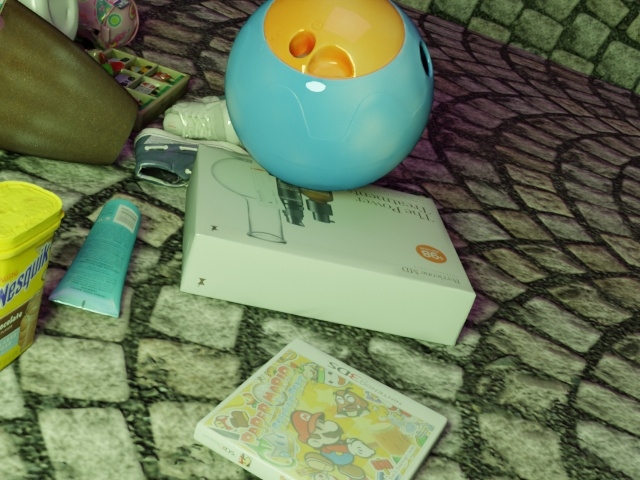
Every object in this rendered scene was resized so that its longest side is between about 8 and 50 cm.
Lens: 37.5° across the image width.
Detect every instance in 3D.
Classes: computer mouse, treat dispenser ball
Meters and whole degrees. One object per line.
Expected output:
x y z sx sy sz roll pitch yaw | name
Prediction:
0.081 -0.097 1.621 0.242 0.041 0.071 8 27 -23 | computer mouse
0.012 -0.212 1.300 0.288 0.288 0.288 15 26 -7 | treat dispenser ball

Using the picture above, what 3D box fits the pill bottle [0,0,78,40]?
-0.527 -0.362 1.477 0.263 0.146 0.146 0 23 11 | pill bottle

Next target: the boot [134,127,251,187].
-0.195 -0.110 1.455 0.189 0.069 0.086 10 44 -17 | boot

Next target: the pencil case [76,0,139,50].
-0.503 -0.480 1.899 0.284 0.124 0.124 28 27 17 | pencil case

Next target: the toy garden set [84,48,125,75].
-0.451 -0.305 1.577 0.244 0.049 0.204 8 22 24 | toy garden set

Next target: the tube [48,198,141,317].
-0.265 0.021 1.158 0.080 0.052 0.207 11 32 -4 | tube

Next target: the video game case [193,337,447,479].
0.009 0.200 1.008 0.206 0.026 0.227 26 27 16 | video game case

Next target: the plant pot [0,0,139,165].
-0.391 -0.204 1.369 0.230 0.215 0.215 26 22 -23 | plant pot

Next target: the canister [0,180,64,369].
-0.322 0.041 0.935 0.073 0.170 0.126 23 26 8 | canister

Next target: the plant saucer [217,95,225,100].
-0.162 -0.243 1.769 0.119 0.021 0.119 14 26 -7 | plant saucer

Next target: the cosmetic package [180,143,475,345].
0.000 0.000 1.319 0.377 0.098 0.284 12 29 -13 | cosmetic package

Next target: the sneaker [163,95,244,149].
-0.196 -0.188 1.552 0.115 0.091 0.232 -11 12 -23 | sneaker

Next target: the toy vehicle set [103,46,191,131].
-0.351 -0.274 1.688 0.165 0.035 0.267 19 26 2 | toy vehicle set
